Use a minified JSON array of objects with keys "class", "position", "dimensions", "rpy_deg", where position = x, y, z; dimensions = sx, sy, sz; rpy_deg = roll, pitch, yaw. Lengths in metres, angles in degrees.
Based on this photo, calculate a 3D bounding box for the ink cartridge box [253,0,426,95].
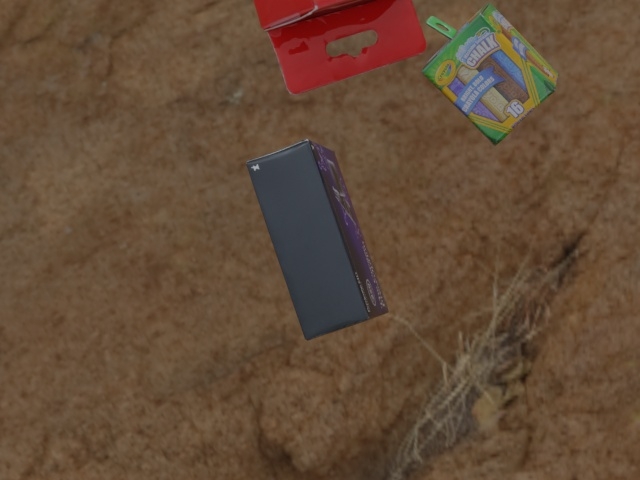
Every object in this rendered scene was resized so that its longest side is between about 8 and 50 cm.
[{"class":"ink cartridge box","position":[0.012,-0.228,0.737],"dimensions":[0.134,0.231,0.078],"rpy_deg":[-23,10,-29]}]

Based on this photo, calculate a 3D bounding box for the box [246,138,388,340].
[{"class":"box","position":[0.000,0.000,1.575],"dimensions":[0.103,0.184,0.261],"rpy_deg":[-20,85,14]}]

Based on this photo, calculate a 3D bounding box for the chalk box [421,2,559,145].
[{"class":"chalk box","position":[0.252,-0.280,1.717],"dimensions":[0.132,0.213,0.132],"rpy_deg":[-42,6,25]}]
